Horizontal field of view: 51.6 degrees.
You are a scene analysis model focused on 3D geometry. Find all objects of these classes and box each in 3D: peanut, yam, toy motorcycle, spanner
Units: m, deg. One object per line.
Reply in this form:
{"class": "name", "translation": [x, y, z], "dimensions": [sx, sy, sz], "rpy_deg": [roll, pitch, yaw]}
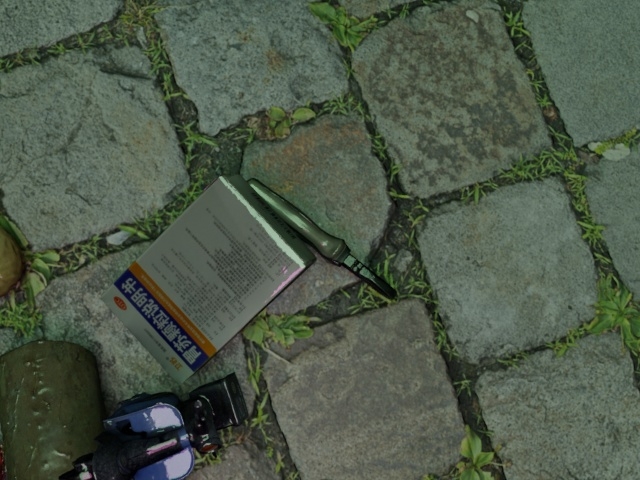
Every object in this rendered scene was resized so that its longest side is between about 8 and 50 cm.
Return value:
{"class": "peanut", "translation": [-0.580, 0.033, 1.112], "dimensions": [0.159, 0.109, 0.141], "rpy_deg": [24, 91, 2]}
{"class": "yam", "translation": [-0.417, 0.305, 1.049], "dimensions": [0.161, 0.161, 0.268], "rpy_deg": [-18, 67, -5]}
{"class": "toy motorcycle", "translation": [-0.229, 0.284, 0.986], "dimensions": [0.212, 0.358, 0.125], "rpy_deg": [-20, 87, 3]}
{"class": "spanner", "translation": [0.000, 0.000, 1.157], "dimensions": [0.324, 0.096, 0.040], "rpy_deg": [37, 82, 2]}

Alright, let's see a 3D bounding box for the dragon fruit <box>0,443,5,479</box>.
{"class": "dragon fruit", "translation": [-0.570, 0.415, 1.048], "dimensions": [0.274, 0.161, 0.126], "rpy_deg": [-31, 103, 21]}

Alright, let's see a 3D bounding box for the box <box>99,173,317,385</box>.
{"class": "box", "translation": [-0.182, 0.062, 1.096], "dimensions": [0.299, 0.106, 0.200], "rpy_deg": [-43, 88, 12]}
